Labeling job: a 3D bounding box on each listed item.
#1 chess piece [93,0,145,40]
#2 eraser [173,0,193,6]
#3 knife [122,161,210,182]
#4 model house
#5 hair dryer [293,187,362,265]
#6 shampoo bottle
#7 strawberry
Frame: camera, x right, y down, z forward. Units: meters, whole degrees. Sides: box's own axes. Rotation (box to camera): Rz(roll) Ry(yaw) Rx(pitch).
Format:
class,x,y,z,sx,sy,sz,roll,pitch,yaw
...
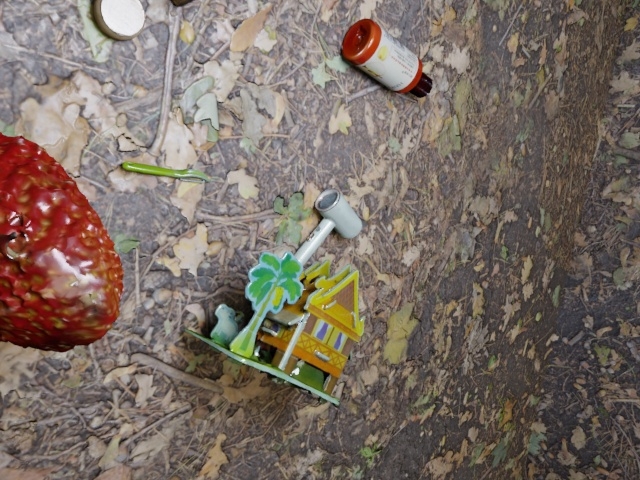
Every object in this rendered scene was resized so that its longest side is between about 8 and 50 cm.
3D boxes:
class,x,y,z,sx,sy,sz,roll,pitch,yaw
chess piece,-0.342,-0.387,0.824,0.083,0.038,0.084,-10,106,-37
eraser,-0.276,-0.588,0.801,0.144,0.078,0.343,-47,126,-22
knife,-0.293,-0.134,0.943,0.184,0.022,0.026,3,124,-42
model house,-0.076,0.155,1.086,0.357,0.242,0.313,37,69,-38
hair dryer,0.000,0.000,1.200,0.236,0.073,0.131,-53,130,-14
shampoo bottle,0.184,-0.441,1.214,0.278,0.104,0.104,16,91,-42
strawberry,-0.424,-0.003,0.655,0.292,0.343,0.292,-34,133,-47
